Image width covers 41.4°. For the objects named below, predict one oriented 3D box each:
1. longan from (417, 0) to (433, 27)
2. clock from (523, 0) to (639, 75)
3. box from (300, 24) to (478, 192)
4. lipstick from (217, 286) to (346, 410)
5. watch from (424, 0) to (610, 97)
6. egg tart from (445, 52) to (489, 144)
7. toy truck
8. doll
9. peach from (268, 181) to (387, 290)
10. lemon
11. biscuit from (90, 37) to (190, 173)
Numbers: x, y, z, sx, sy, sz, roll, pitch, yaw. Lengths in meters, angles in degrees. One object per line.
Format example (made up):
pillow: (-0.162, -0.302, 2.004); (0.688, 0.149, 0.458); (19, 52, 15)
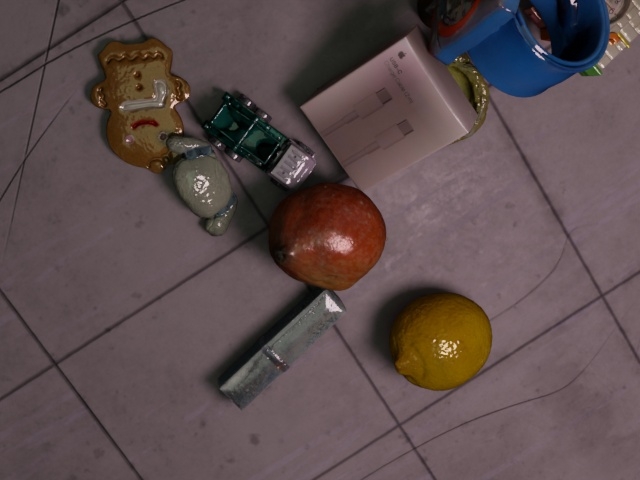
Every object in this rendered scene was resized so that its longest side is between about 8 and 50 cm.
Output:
longan: (0.233, -0.437, 1.573); (0.106, 0.106, 0.119); (-28, 143, 0)
clock: (0.529, -0.464, 1.589); (0.255, 0.106, 0.220); (-45, 101, 3)
box: (0.123, -0.235, 1.537); (0.251, 0.106, 0.203); (-28, 103, 30)
lipstick: (-0.074, 0.204, 1.661); (0.289, 0.077, 0.076); (-44, 101, 2)
watch: (0.353, -0.412, 1.457); (0.274, 0.241, 0.305); (24, 69, -21)
egg tart: (0.223, -0.272, 1.591); (0.197, 0.078, 0.197); (6, 112, 14)
toy truck: (-0.111, -0.177, 1.567); (0.216, 0.116, 0.110); (36, 94, -11)
doll: (-0.219, -0.106, 1.587); (0.103, 0.071, 0.214); (-30, 113, -10)
peach: (0.000, 0.000, 1.545); (0.232, 0.232, 0.232); (-1, 100, -6)
lemon: (0.235, 0.194, 1.642); (0.244, 0.187, 0.187); (-22, 104, -34)
biscuit: (-0.332, -0.247, 1.573); (0.184, 0.035, 0.249); (-4, 101, -5)
